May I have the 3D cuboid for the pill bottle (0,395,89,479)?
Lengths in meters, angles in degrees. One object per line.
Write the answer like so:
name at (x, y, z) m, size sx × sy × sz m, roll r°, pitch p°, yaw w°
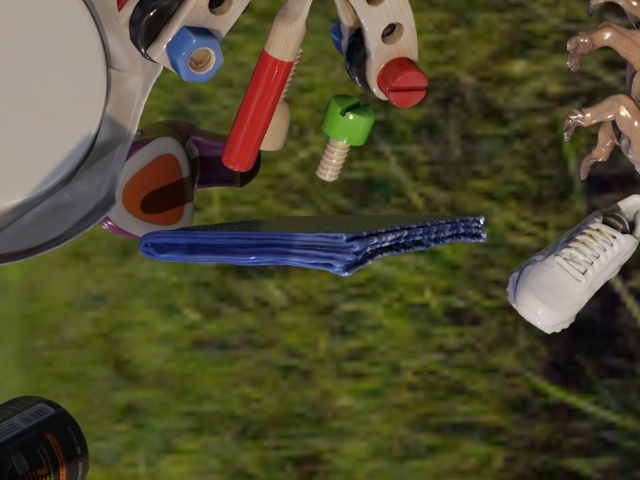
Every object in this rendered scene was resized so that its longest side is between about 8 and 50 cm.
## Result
pill bottle at (-0.347, 0.249, 1.785) m, size 0.246 × 0.130 × 0.130 m, roll -27°, pitch -61°, yaw -68°

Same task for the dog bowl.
dog bowl at (-0.315, -0.140, 1.525) m, size 0.102 × 0.349 × 0.348 m, roll 154°, pitch 115°, yaw -69°

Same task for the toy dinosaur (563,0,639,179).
toy dinosaur at (0.314, -0.124, 1.464) m, size 0.127 × 0.200 × 0.295 m, roll -39°, pitch -48°, yaw -66°

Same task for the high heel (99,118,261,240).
high heel at (-0.222, -0.071, 2.061) m, size 0.377 × 0.181 × 0.127 m, roll -18°, pitch -71°, yaw -67°

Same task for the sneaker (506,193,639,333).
sneaker at (0.292, 0.020, 1.965) m, size 0.235 × 0.090 × 0.095 m, roll -40°, pitch -8°, yaw -47°

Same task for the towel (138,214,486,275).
towel at (0.000, 0.000, 1.778) m, size 0.336 × 0.243 × 0.040 m, roll -8°, pitch -81°, yaw -62°

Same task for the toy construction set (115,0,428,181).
toy construction set at (-0.006, -0.212, 1.288) m, size 0.309 × 0.257 × 0.237 m, roll -93°, pitch 23°, yaw -61°
